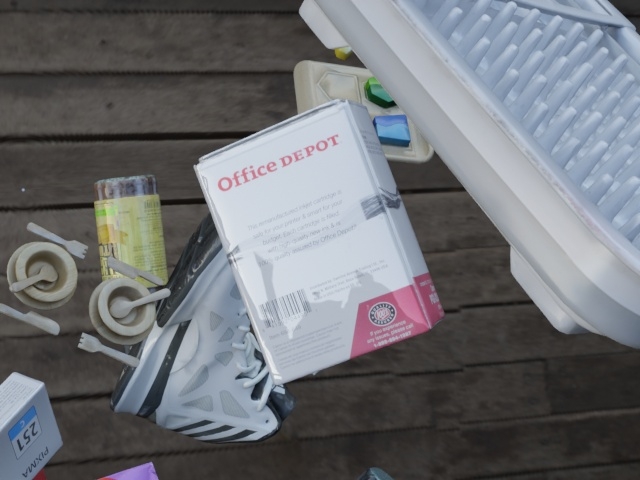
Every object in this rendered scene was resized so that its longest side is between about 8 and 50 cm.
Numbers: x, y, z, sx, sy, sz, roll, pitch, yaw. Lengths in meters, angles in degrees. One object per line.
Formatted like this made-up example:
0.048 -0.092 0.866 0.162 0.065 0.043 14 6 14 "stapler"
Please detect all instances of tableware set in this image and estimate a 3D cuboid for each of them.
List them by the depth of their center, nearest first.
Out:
-0.281 0.061 1.347 0.194 0.039 0.128 26 57 -23 "tableware set"

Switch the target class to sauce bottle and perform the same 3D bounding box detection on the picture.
-0.307 0.065 1.860 0.111 0.111 0.344 -6 90 -15 "sauce bottle"

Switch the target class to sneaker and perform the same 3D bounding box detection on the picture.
-0.122 0.139 1.692 0.257 0.169 0.447 26 124 -11 "sneaker"

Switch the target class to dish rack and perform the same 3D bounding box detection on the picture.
0.130 -0.066 0.609 0.286 0.333 0.072 2 133 -47 "dish rack"

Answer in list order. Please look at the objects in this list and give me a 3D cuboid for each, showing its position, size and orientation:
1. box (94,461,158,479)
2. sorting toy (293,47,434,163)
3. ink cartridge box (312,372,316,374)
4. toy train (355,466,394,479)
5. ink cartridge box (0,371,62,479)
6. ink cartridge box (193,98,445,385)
-0.263 0.350 1.058 0.293 0.057 0.201 -14 59 -25 "box"
0.070 -0.268 1.970 0.229 0.041 0.307 3 53 -13 "sorting toy"
-0.008 0.161 1.940 0.090 0.092 0.143 -43 84 9 "ink cartridge box"
0.037 0.457 1.467 0.334 0.142 0.190 -45 73 3 "toy train"
-0.485 0.380 1.608 0.296 0.066 0.261 -51 148 -43 "ink cartridge box"
0.000 0.000 1.021 0.159 0.092 0.217 -21 88 16 "ink cartridge box"
